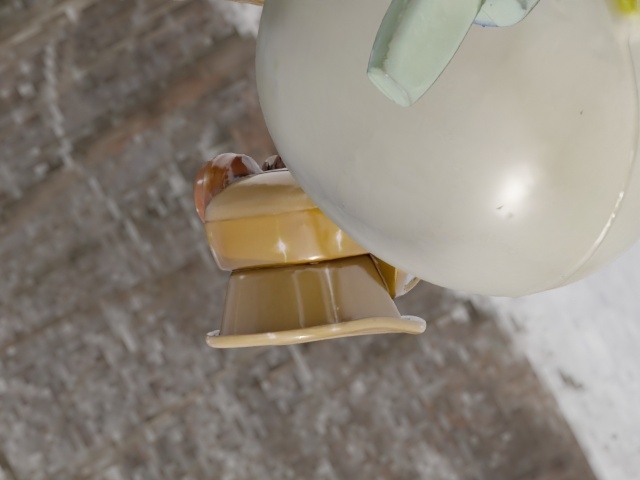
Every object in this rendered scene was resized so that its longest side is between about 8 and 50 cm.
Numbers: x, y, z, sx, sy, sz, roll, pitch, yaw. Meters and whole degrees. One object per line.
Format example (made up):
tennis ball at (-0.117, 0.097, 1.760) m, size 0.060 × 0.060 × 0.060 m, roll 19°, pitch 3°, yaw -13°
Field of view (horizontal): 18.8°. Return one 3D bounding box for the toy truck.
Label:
toy truck at (0.000, 0.000, 1.963) m, size 0.288 × 0.204 × 0.212 m, roll -6°, pitch -90°, yaw -57°

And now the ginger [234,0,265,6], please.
ginger at (-0.099, -0.272, 1.692) m, size 0.354 × 0.190 × 0.126 m, roll -5°, pitch -115°, yaw -48°

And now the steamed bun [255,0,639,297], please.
steamed bun at (0.118, -0.130, 1.519) m, size 0.374 × 0.334 × 0.334 m, roll 36°, pitch 165°, yaw 37°

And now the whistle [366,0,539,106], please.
whistle at (0.093, -0.182, 1.128) m, size 0.110 × 0.244 × 0.092 m, roll 43°, pitch 157°, yaw -32°
